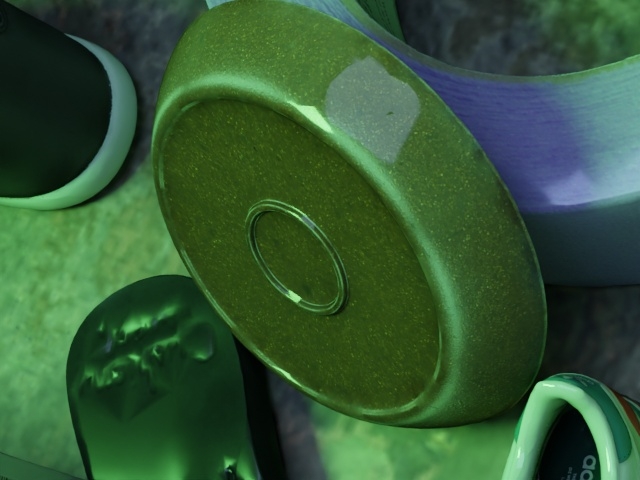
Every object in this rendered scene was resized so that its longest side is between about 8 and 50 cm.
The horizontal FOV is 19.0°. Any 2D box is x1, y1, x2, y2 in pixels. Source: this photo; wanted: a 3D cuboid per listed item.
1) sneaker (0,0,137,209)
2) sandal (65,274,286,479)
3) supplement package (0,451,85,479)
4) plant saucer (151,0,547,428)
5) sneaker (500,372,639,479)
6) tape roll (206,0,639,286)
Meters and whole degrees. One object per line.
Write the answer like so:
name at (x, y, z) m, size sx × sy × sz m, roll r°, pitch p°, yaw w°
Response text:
sneaker at (-0.233, -0.079, 0.771) m, size 0.295 × 0.147 × 0.104 m, roll 6°, pitch 77°, yaw 26°
sandal at (-0.037, 0.126, 0.667) m, size 0.097 × 0.054 × 0.254 m, roll -32°, pitch 63°, yaw 11°
supplement package at (-0.226, 0.133, 0.699) m, size 0.244 × 0.139 × 0.134 m, roll 3°, pitch 75°, yaw 24°
plant saucer at (0.000, 0.000, 0.637) m, size 0.168 × 0.168 × 0.029 m, roll 29°, pitch 52°, yaw 29°
sneaker at (0.071, 0.119, 0.611) m, size 0.057 × 0.075 × 0.161 m, roll 5°, pitch 74°, yaw 25°
tape roll at (0.096, -0.126, 0.678) m, size 0.275 × 0.090 × 0.275 m, roll -8°, pitch 69°, yaw 21°
